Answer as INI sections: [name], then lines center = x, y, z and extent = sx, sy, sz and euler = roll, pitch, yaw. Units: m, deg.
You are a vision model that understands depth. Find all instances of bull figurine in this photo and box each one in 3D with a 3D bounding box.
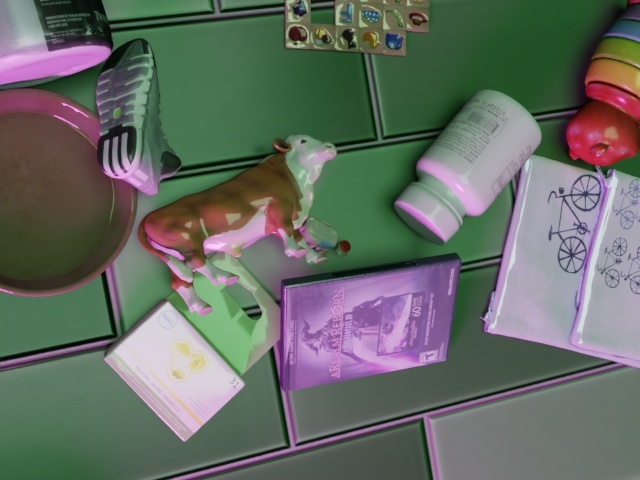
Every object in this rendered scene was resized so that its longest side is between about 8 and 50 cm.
[bull figurine]
center = -0.099, -0.031, 1.188
extent = 0.311, 0.101, 0.188
euler = -25, 64, -7

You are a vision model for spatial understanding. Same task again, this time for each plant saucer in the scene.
[plant saucer]
center = -0.383, -0.063, 1.113
extent = 0.278, 0.041, 0.277
euler = 3, 84, -34

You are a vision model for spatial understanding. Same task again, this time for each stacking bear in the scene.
[stacking bear]
center = 0.509, -0.253, 1.358
extent = 0.164, 0.175, 0.289
euler = 30, 90, -17

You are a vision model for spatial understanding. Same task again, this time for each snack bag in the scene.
[snack bag]
center = 0.457, 0.031, 1.404
extent = 0.343, 0.037, 0.322
euler = 14, 87, -16

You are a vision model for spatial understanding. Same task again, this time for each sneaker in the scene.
[sneaker]
center = -0.248, -0.163, 1.173
extent = 0.086, 0.132, 0.228
euler = -11, 60, 22

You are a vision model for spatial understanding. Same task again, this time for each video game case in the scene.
[video game case]
center = 0.074, 0.124, 1.250
extent = 0.274, 0.026, 0.196
euler = -9, 123, -17

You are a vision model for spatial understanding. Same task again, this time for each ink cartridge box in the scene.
[ink cartridge box]
center = -0.169, 0.147, 1.210
extent = 0.235, 0.056, 0.171
euler = -43, 101, -10

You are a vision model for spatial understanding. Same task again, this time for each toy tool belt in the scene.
[toy tool belt]
center = 0.000, 0.000, 1.266
extent = 0.083, 0.051, 0.052
euler = 31, 55, -24

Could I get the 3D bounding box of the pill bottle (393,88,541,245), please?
[pill bottle]
center = 0.223, -0.109, 1.281
extent = 0.131, 0.131, 0.229
euler = 43, 79, -13

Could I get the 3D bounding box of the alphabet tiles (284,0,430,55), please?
[alphabet tiles]
center = 0.060, -0.391, 1.291
extent = 0.237, 0.009, 0.198
euler = 0, 91, -17

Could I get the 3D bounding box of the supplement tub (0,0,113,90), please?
[supplement tub]
center = -0.407, -0.374, 1.048
extent = 0.207, 0.207, 0.337
euler = -18, 95, -16
